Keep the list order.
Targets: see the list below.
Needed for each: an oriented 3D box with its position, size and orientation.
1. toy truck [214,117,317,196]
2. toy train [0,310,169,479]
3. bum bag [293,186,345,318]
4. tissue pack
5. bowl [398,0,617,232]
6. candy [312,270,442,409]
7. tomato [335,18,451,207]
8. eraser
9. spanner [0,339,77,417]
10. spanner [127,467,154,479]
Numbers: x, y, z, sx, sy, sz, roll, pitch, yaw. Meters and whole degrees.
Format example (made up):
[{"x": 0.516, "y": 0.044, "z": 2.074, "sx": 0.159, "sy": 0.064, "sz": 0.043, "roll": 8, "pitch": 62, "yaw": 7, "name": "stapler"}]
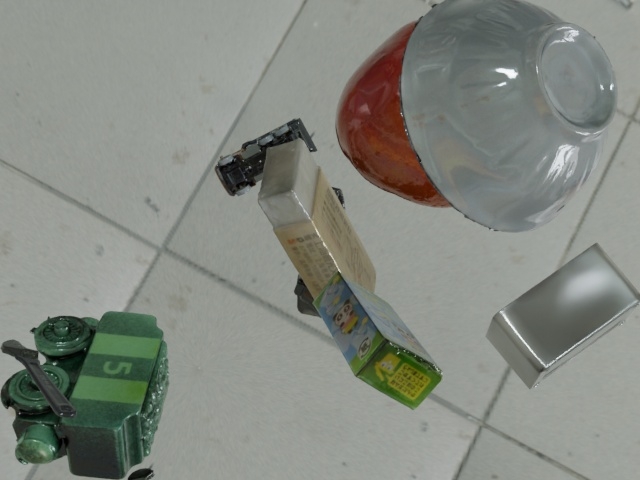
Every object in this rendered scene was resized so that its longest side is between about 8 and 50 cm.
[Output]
[{"x": -0.107, "y": -0.163, "z": 1.813, "sx": 0.192, "sy": 0.092, "sz": 0.083, "roll": -26, "pitch": 106, "yaw": 10, "name": "toy truck"}, {"x": -0.370, "y": 0.245, "z": 1.500, "sx": 0.238, "sy": 0.166, "sz": 0.299, "roll": 6, "pitch": 38, "yaw": 2, "name": "toy train"}, {"x": 0.000, "y": 0.034, "z": 1.923, "sx": 0.144, "sy": 0.095, "sz": 0.340, "roll": -5, "pitch": 119, "yaw": 14, "name": "bum bag"}, {"x": 0.453, "y": 0.145, "z": 1.731, "sx": 0.246, "sy": 0.159, "sz": 0.136, "roll": -34, "pitch": 71, "yaw": -10, "name": "tissue pack"}, {"x": 0.156, "y": -0.106, "z": 0.674, "sx": 0.189, "sy": 0.086, "sz": 0.189, "roll": 9, "pitch": 74, "yaw": -32, "name": "bowl"}, {"x": 0.066, "y": 0.118, "z": 1.130, "sx": 0.097, "sy": 0.194, "sz": 0.062, "roll": 33, "pitch": 100, "yaw": -25, "name": "candy"}, {"x": 0.146, "y": -0.163, "z": 1.148, "sx": 0.260, "sy": 0.180, "sz": 0.259, "roll": 4, "pitch": 49, "yaw": -5, "name": "tomato"}, {"x": 0.000, "y": 0.000, "z": 1.578, "sx": 0.078, "sy": 0.343, "sz": 0.144, "roll": -13, "pitch": 41, "yaw": 19, "name": "eraser"}, {"x": -0.363, "y": 0.175, "z": 1.191, "sx": 0.046, "sy": 0.208, "sz": 0.012, "roll": 8, "pitch": 106, "yaw": -39, "name": "spanner"}, {"x": -0.353, "y": 0.523, "z": 1.570, "sx": 0.087, "sy": 0.024, "sz": 0.316, "roll": 15, "pitch": 47, "yaw": 17, "name": "spanner"}]
